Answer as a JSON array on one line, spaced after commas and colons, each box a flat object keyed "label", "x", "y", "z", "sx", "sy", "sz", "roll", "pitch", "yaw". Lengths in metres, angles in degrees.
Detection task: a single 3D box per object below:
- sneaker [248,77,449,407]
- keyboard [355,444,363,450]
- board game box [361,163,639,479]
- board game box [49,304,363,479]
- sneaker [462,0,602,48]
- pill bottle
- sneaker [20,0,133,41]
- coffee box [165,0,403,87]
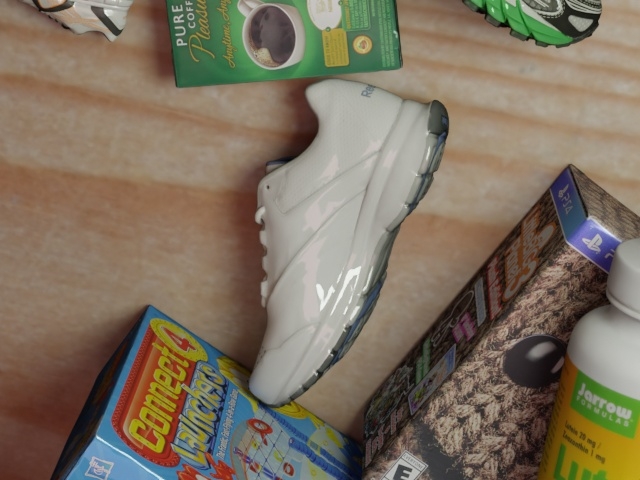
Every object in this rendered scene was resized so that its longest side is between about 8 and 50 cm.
[{"label": "sneaker", "x": 0.000, "y": 0.000, "z": 1.358, "sx": 0.129, "sy": 0.111, "sz": 0.297, "roll": 25, "pitch": 105, "yaw": 7}, {"label": "keyboard", "x": 0.084, "y": 0.228, "z": 1.476, "sx": 0.256, "sy": 0.014, "sz": 0.072, "roll": 10, "pitch": 112, "yaw": -1}, {"label": "board game box", "x": 0.211, "y": 0.130, "z": 1.356, "sx": 0.232, "sy": 0.141, "sz": 0.291, "roll": 35, "pitch": 107, "yaw": -10}, {"label": "board game box", "x": -0.056, "y": 0.211, "z": 1.313, "sx": 0.302, "sy": 0.308, "sz": 0.086, "roll": 35, "pitch": 104, "yaw": -8}, {"label": "sneaker", "x": 0.107, "y": -0.288, "z": 1.207, "sx": 0.146, "sy": 0.134, "sz": 0.343, "roll": -35, "pitch": 105, "yaw": 15}, {"label": "pill bottle", "x": 0.240, "y": 0.130, "z": 1.206, "sx": 0.136, "sy": 0.136, "sz": 0.245, "roll": 9, "pitch": 109, "yaw": 0}, {"label": "sneaker", "x": -0.207, "y": -0.188, "z": 1.316, "sx": 0.109, "sy": 0.040, "sz": 0.043, "roll": 13, "pitch": 114, "yaw": -1}, {"label": "coffee box", "x": -0.031, "y": -0.186, "z": 1.306, "sx": 0.184, "sy": 0.040, "sz": 0.113, "roll": -6, "pitch": 111, "yaw": 5}]
